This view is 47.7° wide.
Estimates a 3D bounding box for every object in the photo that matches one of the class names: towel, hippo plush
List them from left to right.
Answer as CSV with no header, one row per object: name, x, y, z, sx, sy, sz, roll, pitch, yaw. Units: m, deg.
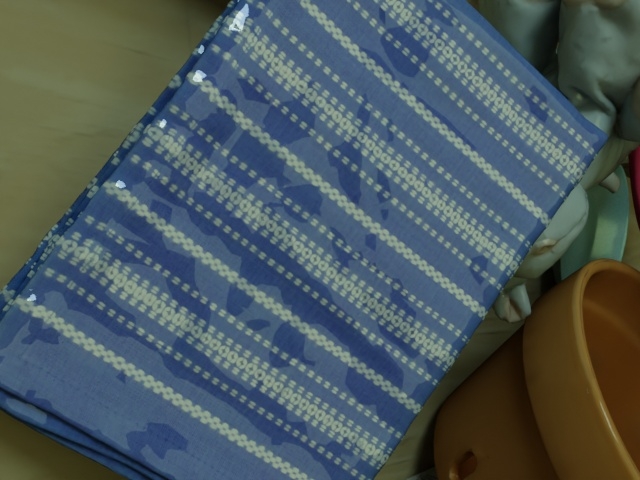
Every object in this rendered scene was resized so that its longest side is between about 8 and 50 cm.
towel,0.000,0.000,0.412,0.243,0.040,0.336,38,84,-18
hippo plush,0.149,-0.083,0.596,0.236,0.234,0.294,-45,173,-9

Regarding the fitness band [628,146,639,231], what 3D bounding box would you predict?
fitness band,0.353,-0.056,0.685,0.291,0.054,0.209,-77,159,-63

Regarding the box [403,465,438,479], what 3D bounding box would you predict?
box,0.197,0.261,0.788,0.323,0.067,0.063,-2,102,-48

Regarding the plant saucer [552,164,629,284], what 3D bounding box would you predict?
plant saucer,0.321,-0.008,0.881,0.194,0.037,0.195,-14,110,-45

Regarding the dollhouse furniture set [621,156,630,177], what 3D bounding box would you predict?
dollhouse furniture set,0.397,-0.129,0.922,0.160,0.101,0.182,29,77,-22

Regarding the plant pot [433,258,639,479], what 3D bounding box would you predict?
plant pot,0.242,0.192,0.652,0.290,0.203,0.291,28,42,-28
